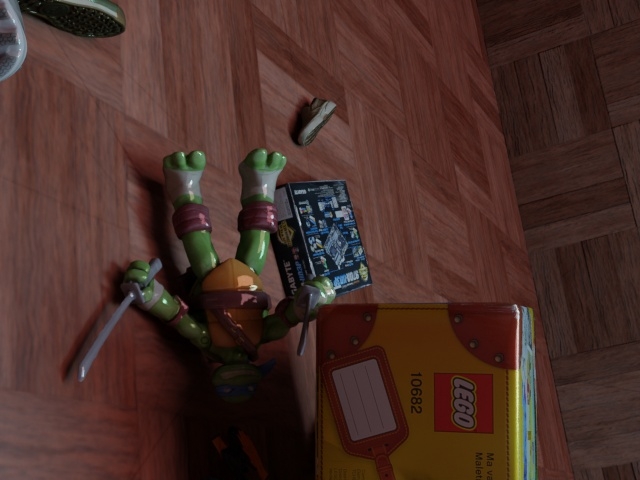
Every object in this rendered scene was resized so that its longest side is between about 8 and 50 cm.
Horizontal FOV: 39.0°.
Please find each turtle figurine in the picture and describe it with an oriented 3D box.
[{"bbox_3d":[-0.094,0.025,0.943,0.275,0.198,0.266,33,47,-62],"label":"turtle figurine"}]

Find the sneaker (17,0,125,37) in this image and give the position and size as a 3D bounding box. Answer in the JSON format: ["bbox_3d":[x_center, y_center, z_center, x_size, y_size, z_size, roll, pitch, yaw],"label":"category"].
[{"bbox_3d":[-0.267,-0.267,0.906,0.192,0.064,0.086,4,77,-62],"label":"sneaker"}]

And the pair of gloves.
[{"bbox_3d":[-0.088,0.244,1.014,0.074,0.010,0.083,56,13,8],"label":"pair of gloves"}]

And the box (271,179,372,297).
[{"bbox_3d":[0.000,0.000,1.350,0.220,0.051,0.175,-13,87,-67],"label":"box"}]

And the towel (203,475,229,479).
[{"bbox_3d":[-0.028,0.436,1.034,0.370,0.040,0.271,38,41,-51],"label":"towel"}]

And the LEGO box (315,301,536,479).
[{"bbox_3d":[0.132,0.318,0.974,0.372,0.193,0.500,15,75,-74],"label":"LEGO box"}]

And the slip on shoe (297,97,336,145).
[{"bbox_3d":[-0.015,-0.196,1.460,0.041,0.051,0.135,32,39,2],"label":"slip on shoe"}]

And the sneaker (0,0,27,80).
[{"bbox_3d":[-0.334,-0.256,0.756,0.115,0.105,0.281,-149,-143,-80],"label":"sneaker"}]
